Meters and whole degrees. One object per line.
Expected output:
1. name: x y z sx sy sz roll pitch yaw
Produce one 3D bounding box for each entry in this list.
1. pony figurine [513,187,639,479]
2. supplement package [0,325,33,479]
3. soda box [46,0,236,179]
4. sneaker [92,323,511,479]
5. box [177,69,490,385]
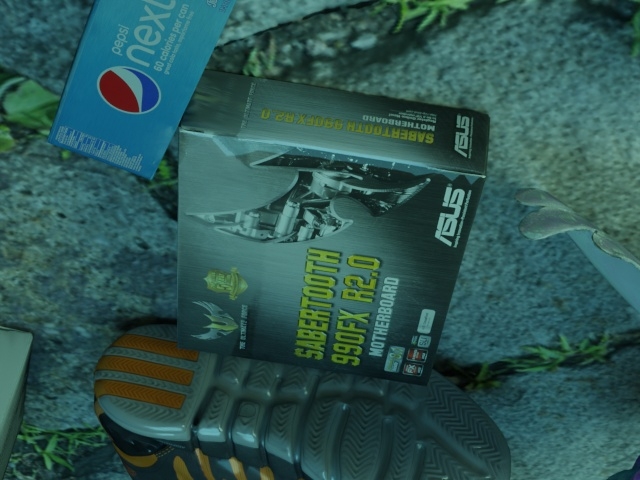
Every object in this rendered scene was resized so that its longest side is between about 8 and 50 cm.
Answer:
1. pony figurine: 0.302 0.107 0.793 0.363 0.302 0.351 -25 140 15
2. supplement package: -0.379 0.157 1.000 0.262 0.204 0.145 14 140 -6
3. soda box: -0.085 -0.128 0.700 0.067 0.071 0.210 21 140 -13
4. sneaker: -0.015 0.165 1.025 0.321 0.124 0.180 15 146 9
5. box: 0.000 0.000 0.852 0.183 0.056 0.231 9 141 0
